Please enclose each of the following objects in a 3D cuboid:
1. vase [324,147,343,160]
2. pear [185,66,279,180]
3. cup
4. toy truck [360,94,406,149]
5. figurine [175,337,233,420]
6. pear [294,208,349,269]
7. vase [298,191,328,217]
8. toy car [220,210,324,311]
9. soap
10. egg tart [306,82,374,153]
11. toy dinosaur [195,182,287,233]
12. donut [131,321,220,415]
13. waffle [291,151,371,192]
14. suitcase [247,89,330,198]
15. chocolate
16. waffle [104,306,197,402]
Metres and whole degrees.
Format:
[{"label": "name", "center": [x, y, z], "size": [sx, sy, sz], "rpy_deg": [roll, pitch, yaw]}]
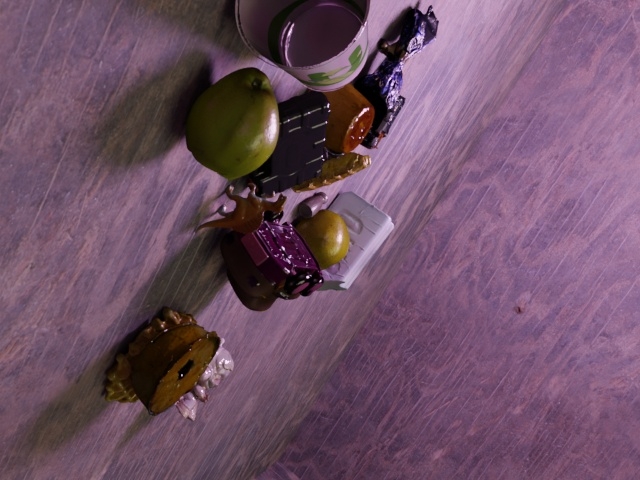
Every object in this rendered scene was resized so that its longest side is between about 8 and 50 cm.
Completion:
[{"label": "vase", "center": [0.045, -0.249, 2.112], "size": [0.081, 0.081, 0.148], "rpy_deg": [-47, 164, -21]}, {"label": "pear", "center": [-0.167, -0.236, 1.414], "size": [0.219, 0.187, 0.187], "rpy_deg": [-52, 163, 15]}, {"label": "cup", "center": [-0.014, -0.425, 1.411], "size": [0.253, 0.253, 0.274], "rpy_deg": [-55, 171, 3]}, {"label": "toy truck", "center": [0.183, -0.377, 2.206], "size": [0.192, 0.083, 0.092], "rpy_deg": [-59, 167, 12]}, {"label": "figurine", "center": [-0.368, 0.425, 2.216], "size": [0.256, 0.145, 0.182], "rpy_deg": [-45, 140, -19]}, {"label": "pear", "center": [0.001, 0.001, 2.267], "size": [0.198, 0.198, 0.198], "rpy_deg": [-47, 161, -22]}, {"label": "vase", "center": [-0.020, -0.114, 2.225], "size": [0.101, 0.053, 0.053], "rpy_deg": [-43, 159, -45]}, {"label": "toy car", "center": [-0.160, 0.069, 1.941], "size": [0.240, 0.271, 0.341], "rpy_deg": [-37, 163, 14]}, {"label": "soap", "center": [0.067, 0.018, 2.428], "size": [0.347, 0.208, 0.115], "rpy_deg": [-53, 160, -3]}, {"label": "egg tart", "center": [0.049, -0.327, 1.858], "size": [0.202, 0.147, 0.202], "rpy_deg": [-49, 161, -23]}, {"label": "toy dinosaur", "center": [-0.191, -0.059, 1.747], "size": [0.212, 0.142, 0.057], "rpy_deg": [-52, 161, 0]}, {"label": "donut", "center": [-0.382, 0.321, 1.840], "size": [0.272, 0.107, 0.272], "rpy_deg": [-48, 162, -21]}, {"label": "waffle", "center": [0.034, -0.191, 1.998], "size": [0.229, 0.057, 0.219], "rpy_deg": [-19, 180, 6]}, {"label": "suitcase", "center": [-0.081, -0.230, 1.744], "size": [0.206, 0.066, 0.285], "rpy_deg": [-25, 152, -19]}, {"label": "chocolate", "center": [0.230, -0.530, 2.006], "size": [0.148, 0.126, 0.343], "rpy_deg": [36, 84, -28]}, {"label": "waffle", "center": [-0.447, 0.311, 1.898], "size": [0.309, 0.065, 0.283], "rpy_deg": [-59, 161, 19]}]
